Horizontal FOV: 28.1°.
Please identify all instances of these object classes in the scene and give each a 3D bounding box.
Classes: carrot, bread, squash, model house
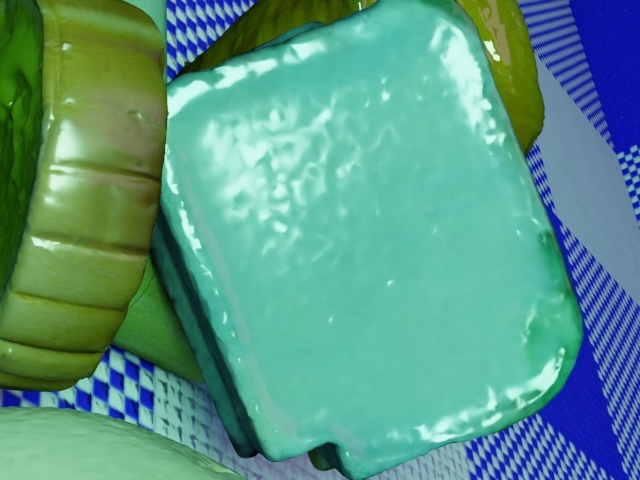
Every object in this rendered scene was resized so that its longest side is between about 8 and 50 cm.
[{"bbox_3d":[0.025,-0.113,1.069,0.241,0.341,0.241,14,63,-30],"label":"carrot"},{"bbox_3d":[-0.159,-0.028,0.696,0.070,0.236,0.236,10,53,-30],"label":"bread"},{"bbox_3d":[-0.104,0.062,0.909,0.224,0.094,0.094,46,28,-46],"label":"squash"},{"bbox_3d":[0.000,0.000,0.868,0.249,0.230,0.280,179,-109,-78],"label":"model house"}]

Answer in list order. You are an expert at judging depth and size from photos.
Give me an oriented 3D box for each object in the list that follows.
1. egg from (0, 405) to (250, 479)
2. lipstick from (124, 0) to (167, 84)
[{"bbox_3d":[-0.096,0.209,0.622,0.337,0.201,0.337,45,27,-31],"label":"egg"},{"bbox_3d":[-0.162,-0.189,1.049,0.076,0.076,0.304,40,33,-42],"label":"lipstick"}]
